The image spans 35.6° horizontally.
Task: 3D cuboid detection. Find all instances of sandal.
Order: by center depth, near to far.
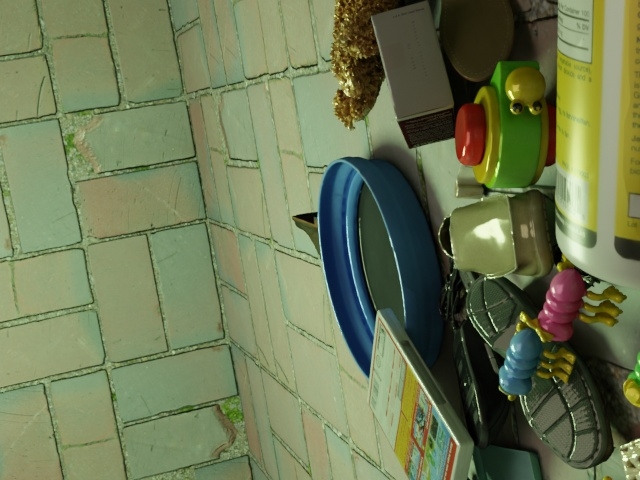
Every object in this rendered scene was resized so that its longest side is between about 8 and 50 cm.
[{"bbox_3d":[0.181,-0.274,1.191,0.079,0.088,0.240,44,-152,-58],"label":"sandal"}]

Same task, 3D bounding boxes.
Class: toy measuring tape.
[{"bbox_3d":[0.202,-0.088,1.149,0.330,0.121,0.121,99,155,-66],"label":"toy measuring tape"}]

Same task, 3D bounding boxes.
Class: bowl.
[{"bbox_3d":[0.096,0.050,1.651,0.391,0.077,0.391,168,90,-74],"label":"bowl"}]

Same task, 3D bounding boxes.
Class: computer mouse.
[{"bbox_3d":[0.219,0.135,1.339,0.184,0.060,0.262,93,170,-51],"label":"computer mouse"}]

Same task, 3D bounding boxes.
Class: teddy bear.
[{"bbox_3d":[0.056,-0.320,1.386,0.338,0.113,0.245,96,-169,-60],"label":"teddy bear"}]

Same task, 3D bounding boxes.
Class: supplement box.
[{"bbox_3d":[0.122,-0.200,1.248,0.239,0.073,0.130,21,-125,-80],"label":"supplement box"}]

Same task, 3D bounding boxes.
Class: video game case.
[{"bbox_3d":[0.139,0.264,1.464,0.285,0.025,0.204,-120,26,-48],"label":"video game case"}]

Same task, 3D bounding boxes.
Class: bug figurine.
[{"bbox_3d":[0.279,0.141,1.012,0.279,0.072,0.216,41,137,43],"label":"bug figurine"}]

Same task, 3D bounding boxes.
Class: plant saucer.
[{"bbox_3d":[0.260,0.318,1.392,0.192,0.018,0.067,155,103,-74],"label":"plant saucer"}]

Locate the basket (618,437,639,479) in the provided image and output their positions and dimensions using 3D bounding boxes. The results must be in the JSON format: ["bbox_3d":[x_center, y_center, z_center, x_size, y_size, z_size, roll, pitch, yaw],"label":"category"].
[{"bbox_3d":[0.346,0.197,0.831,0.167,0.113,0.103,131,132,-58],"label":"basket"}]

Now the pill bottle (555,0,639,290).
[{"bbox_3d":[0.271,-0.144,0.737,0.188,0.188,0.334,-135,37,-62],"label":"pill bottle"}]

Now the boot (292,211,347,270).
[{"bbox_3d":[0.000,0.000,1.927,0.219,0.082,0.106,-168,70,-70],"label":"boot"}]

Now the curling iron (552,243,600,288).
[{"bbox_3d":[0.314,0.015,0.980,0.068,0.035,0.274,63,161,-6],"label":"curling iron"}]

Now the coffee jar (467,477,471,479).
[{"bbox_3d":[0.221,0.410,1.468,0.096,0.079,0.184,71,166,-14],"label":"coffee jar"}]

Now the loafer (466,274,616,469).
[{"bbox_3d":[0.271,0.145,1.168,0.096,0.084,0.267,-51,49,29],"label":"loafer"}]

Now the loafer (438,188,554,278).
[{"bbox_3d":[0.200,0.000,1.161,0.268,0.092,0.102,131,131,-84],"label":"loafer"}]
